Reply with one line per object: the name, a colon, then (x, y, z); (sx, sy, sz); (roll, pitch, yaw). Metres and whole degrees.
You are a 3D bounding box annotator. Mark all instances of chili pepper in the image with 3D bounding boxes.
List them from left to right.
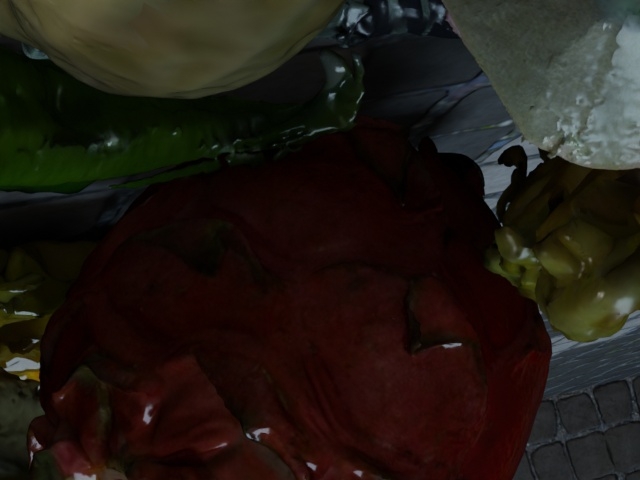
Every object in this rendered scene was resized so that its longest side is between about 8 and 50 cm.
chili pepper: (-0.126, -0.041, 0.570); (0.359, 0.076, 0.085); (-13, 142, -48)

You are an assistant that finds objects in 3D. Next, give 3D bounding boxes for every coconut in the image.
coconut: (0.097, -0.082, 0.516); (0.116, 0.116, 0.122); (-19, -174, 12)

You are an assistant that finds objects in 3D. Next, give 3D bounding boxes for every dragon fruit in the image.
dragon fruit: (-0.014, 0.063, 0.745); (0.241, 0.252, 0.241); (5, 130, 6)

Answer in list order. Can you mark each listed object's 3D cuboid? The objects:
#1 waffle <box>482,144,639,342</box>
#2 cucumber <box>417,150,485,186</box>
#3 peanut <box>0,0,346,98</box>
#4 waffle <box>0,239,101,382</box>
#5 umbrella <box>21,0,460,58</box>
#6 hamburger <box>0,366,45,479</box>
waffle: (0.195, -0.067, 0.641); (0.302, 0.068, 0.325); (-30, -172, 28)
cucumber: (0.000, 0.000, 0.930); (0.244, 0.063, 0.115); (-30, -169, 44)
peanut: (-0.007, -0.104, 0.350); (0.123, 0.124, 0.256); (-10, 169, -26)
waffle: (-0.230, 0.054, 0.885); (0.329, 0.062, 0.329); (-11, 166, -3)
umbrella: (-0.017, -0.084, 0.574); (0.188, 0.046, 0.050); (-10, 147, -25)
hamburger: (-0.270, 0.157, 0.794); (0.209, 0.162, 0.330); (-19, 164, 34)
